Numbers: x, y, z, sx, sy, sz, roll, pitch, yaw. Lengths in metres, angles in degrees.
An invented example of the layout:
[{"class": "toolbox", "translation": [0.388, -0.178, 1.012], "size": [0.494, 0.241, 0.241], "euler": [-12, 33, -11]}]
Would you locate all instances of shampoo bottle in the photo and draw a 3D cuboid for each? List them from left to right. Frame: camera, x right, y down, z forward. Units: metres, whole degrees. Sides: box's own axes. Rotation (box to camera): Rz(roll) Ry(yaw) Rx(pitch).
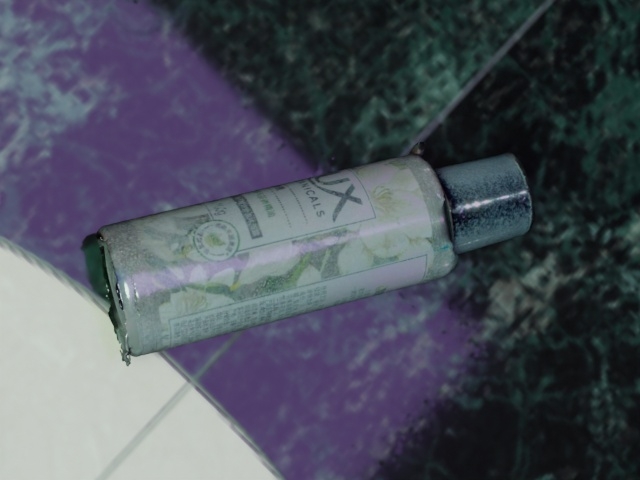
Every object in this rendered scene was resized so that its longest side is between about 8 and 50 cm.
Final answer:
[{"class": "shampoo bottle", "translation": [0.000, 0.000, 0.701], "size": [0.214, 0.072, 0.072], "euler": [-14, 90, -15]}]
